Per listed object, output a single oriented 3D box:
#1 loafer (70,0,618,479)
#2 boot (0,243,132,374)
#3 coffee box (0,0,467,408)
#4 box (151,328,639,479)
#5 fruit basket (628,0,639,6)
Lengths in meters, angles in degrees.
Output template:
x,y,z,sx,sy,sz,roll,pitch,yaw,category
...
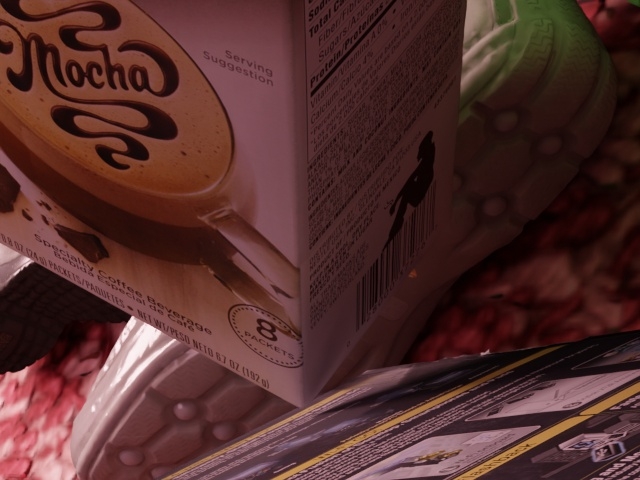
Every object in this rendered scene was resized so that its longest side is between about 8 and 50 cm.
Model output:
x,y,z,sx,sy,sz,roll,pitch,yaw,category
0.000,0.000,0.822,0.319,0.112,0.111,-43,39,18,loafer
-0.138,-0.031,1.021,0.246,0.083,0.161,-22,51,41,boot
-0.046,-0.095,0.607,0.168,0.297,0.119,27,59,19,coffee box
-0.001,0.120,0.496,0.318,0.395,0.097,-12,98,47,box
0.081,-0.294,0.727,0.283,0.392,0.392,-60,38,27,fruit basket
